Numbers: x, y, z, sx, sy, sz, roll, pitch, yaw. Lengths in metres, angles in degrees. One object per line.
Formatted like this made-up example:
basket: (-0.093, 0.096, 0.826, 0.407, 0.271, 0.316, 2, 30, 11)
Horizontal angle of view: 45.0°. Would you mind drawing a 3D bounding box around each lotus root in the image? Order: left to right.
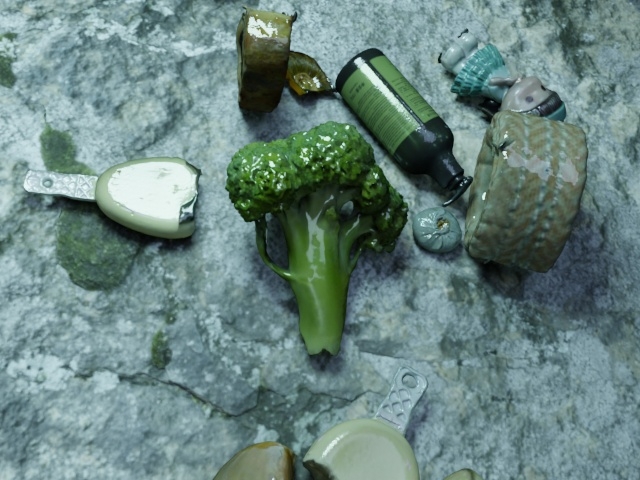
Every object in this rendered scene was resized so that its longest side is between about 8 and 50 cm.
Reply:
lotus root: (-0.095, -0.290, 1.225, 0.074, 0.260, 0.170, 2, 96, -12)

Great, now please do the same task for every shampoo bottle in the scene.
shampoo bottle: (0.145, -0.185, 1.270, 0.101, 0.101, 0.284, -33, 76, -25)

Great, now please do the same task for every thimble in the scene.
thimble: (0.311, -0.080, 1.201, 0.148, 0.229, 0.196, 13, 22, 1)

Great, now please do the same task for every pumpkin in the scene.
pumpkin: (-0.027, -0.278, 1.314, 0.073, 0.035, 0.101, -20, 70, -37)

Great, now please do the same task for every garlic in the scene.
garlic: (-0.061, 0.372, 0.951, 0.164, 0.145, 0.245, 3, 62, -47)

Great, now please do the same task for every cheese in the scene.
cheese: (-0.304, -0.073, 1.137, 0.251, 0.054, 0.127, 7, 64, -9)
cheese: (0.090, 0.296, 1.043, 0.249, 0.071, 0.163, -35, 77, -26)

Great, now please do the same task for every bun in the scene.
bun: (0.187, -0.018, 1.231, 0.083, 0.045, 0.083, 4, 69, -11)

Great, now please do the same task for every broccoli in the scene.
broccoli: (0.003, -0.029, 1.149, 0.254, 0.186, 0.302, -31, 118, -28)

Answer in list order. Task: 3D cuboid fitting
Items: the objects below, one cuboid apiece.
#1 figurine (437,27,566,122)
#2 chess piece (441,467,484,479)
figurine: (0.310, -0.253, 1.344, 0.138, 0.110, 0.245, -42, 77, -17)
chess piece: (0.246, 0.447, 0.967, 0.299, 0.167, 0.167, 41, 63, 2)
